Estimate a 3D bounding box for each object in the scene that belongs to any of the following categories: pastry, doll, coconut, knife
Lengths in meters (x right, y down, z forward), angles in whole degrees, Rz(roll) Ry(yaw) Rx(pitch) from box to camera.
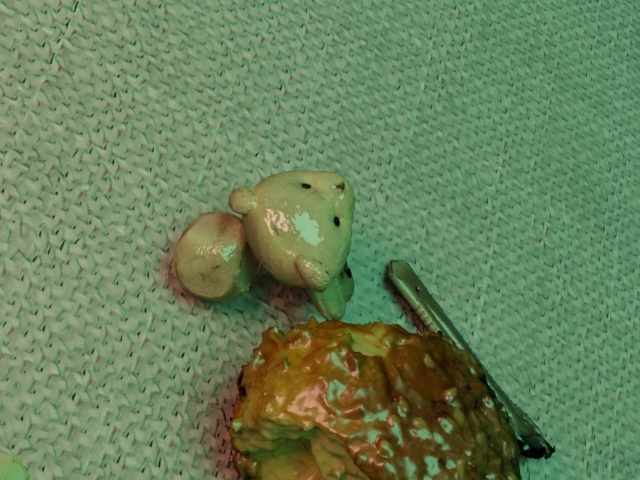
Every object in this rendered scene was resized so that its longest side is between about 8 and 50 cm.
[{"bbox_3d":[0.083,0.262,1.387,0.405,0.292,0.337,51,41,11],"label":"pastry"},{"bbox_3d":[-0.001,-0.004,1.482,0.175,0.278,0.149,42,90,17],"label":"doll"},{"bbox_3d":[-0.126,0.016,1.462,0.110,0.110,0.124,43,31,-10],"label":"coconut"},{"bbox_3d":[0.209,0.176,1.660,0.365,0.043,0.089,52,18,0],"label":"knife"}]

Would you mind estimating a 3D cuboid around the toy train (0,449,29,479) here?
[{"bbox_3d":[-0.395,0.323,1.164,0.053,0.085,0.250,36,52,6],"label":"toy train"}]
